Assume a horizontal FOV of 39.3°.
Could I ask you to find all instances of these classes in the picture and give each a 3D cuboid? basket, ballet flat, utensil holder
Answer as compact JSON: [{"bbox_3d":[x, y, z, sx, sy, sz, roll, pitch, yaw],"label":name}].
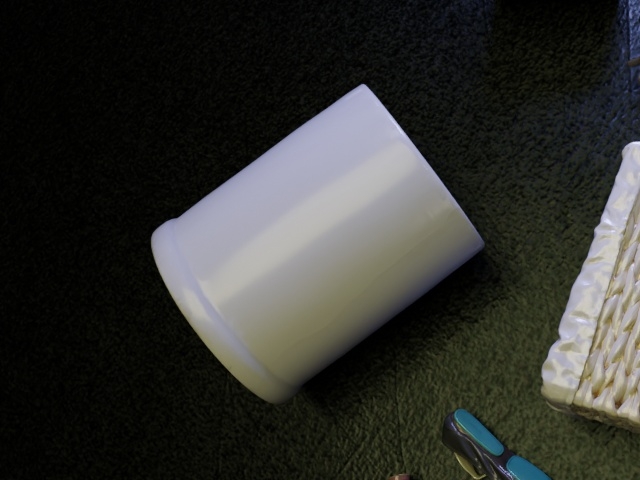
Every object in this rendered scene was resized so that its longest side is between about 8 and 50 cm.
[{"bbox_3d":[0.460,0.102,1.119,0.266,0.328,0.331,20,83,23],"label":"basket"},{"bbox_3d":[0.255,0.328,1.287,0.203,0.074,0.074,39,92,20],"label":"ballet flat"},{"bbox_3d":[0.000,0.000,1.338,0.385,0.327,0.327,-37,65,6],"label":"utensil holder"}]

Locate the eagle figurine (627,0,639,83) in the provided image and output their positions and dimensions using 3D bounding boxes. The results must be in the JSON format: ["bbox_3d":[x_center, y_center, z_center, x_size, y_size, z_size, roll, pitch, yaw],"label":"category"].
[{"bbox_3d":[0.603,-0.273,1.250,0.298,0.225,0.226,-1,107,0],"label":"eagle figurine"}]

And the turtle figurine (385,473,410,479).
[{"bbox_3d":[0.097,0.464,1.295,0.269,0.087,0.217,-24,68,15],"label":"turtle figurine"}]
